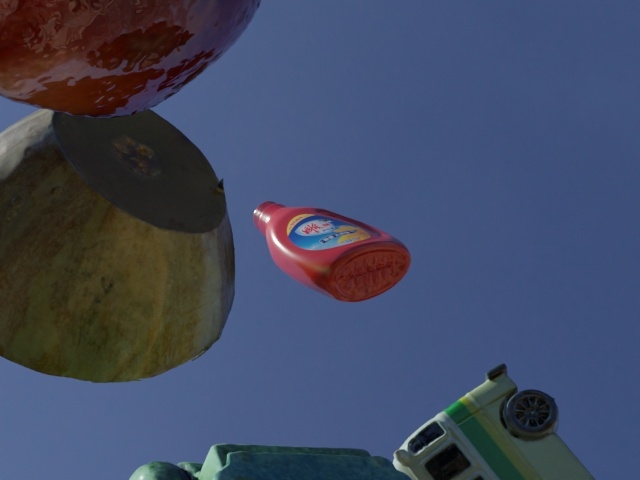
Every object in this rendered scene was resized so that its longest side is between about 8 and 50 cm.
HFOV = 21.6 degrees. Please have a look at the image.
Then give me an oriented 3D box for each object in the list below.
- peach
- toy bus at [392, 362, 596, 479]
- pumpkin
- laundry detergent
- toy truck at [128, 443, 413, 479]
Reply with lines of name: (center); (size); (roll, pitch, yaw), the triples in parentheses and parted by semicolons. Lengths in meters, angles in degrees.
peach: (-0.087, -0.138, 0.542); (0.068, 0.279, 0.189); (-19, -93, 27)
toy bus: (0.189, 0.266, 1.491); (0.164, 0.276, 0.134); (-29, -34, -14)
pumpkin: (-0.148, -0.020, 1.129); (0.217, 0.217, 0.110); (11, -52, -17)
laundry detergent: (0.000, 0.000, 1.424); (0.097, 0.165, 0.049); (-14, -64, -28)
toy truck: (-0.045, 0.236, 0.935); (0.155, 0.156, 0.279); (6, -57, -27)
